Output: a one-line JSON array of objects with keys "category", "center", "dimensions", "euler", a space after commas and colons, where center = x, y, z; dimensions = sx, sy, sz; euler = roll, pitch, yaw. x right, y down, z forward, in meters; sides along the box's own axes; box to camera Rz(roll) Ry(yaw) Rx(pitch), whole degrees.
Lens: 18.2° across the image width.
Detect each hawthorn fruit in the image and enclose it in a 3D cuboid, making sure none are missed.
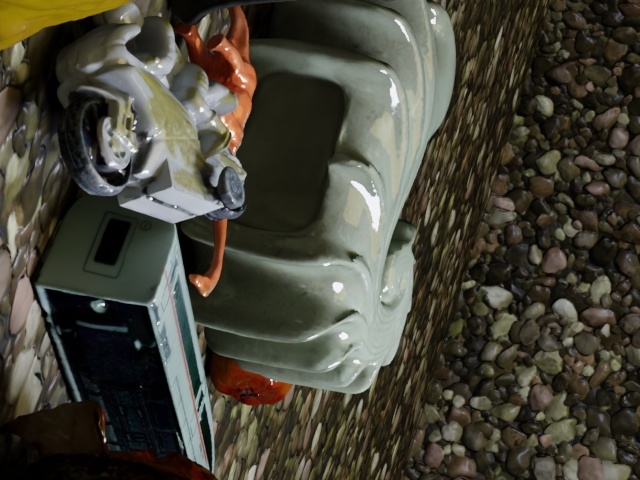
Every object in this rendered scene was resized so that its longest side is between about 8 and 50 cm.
[{"category": "hawthorn fruit", "center": [-0.060, 0.102, 1.846], "dimensions": [0.081, 0.081, 0.093], "euler": [85, 14, -59]}]

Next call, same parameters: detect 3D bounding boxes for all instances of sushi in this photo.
[{"category": "sushi", "center": [-0.157, 0.258, 1.382], "dimensions": [0.343, 0.196, 0.182], "euler": [101, -7, -46]}]

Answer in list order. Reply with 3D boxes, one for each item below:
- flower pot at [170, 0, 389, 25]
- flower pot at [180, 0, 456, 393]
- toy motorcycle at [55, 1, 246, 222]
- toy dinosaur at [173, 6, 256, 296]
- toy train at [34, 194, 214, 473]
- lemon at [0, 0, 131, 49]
[{"category": "flower pot", "center": [0.026, -0.299, 1.330], "dimensions": [0.379, 0.251, 0.379], "euler": [14, 90, -77]}, {"category": "flower pot", "center": [0.009, -0.063, 1.706], "dimensions": [0.254, 0.165, 0.367], "euler": [40, 63, -65]}, {"category": "toy motorcycle", "center": [-0.112, -0.085, 1.301], "dimensions": [0.229, 0.074, 0.151], "euler": [9, 65, -64]}, {"category": "toy dinosaur", "center": [-0.081, -0.091, 1.454], "dimensions": [0.101, 0.055, 0.279], "euler": [47, 44, -40]}, {"category": "toy train", "center": [-0.132, 0.107, 1.501], "dimensions": [0.407, 0.086, 0.088], "euler": [86, 16, -59]}, {"category": "lemon", "center": [-0.118, -0.214, 0.804], "dimensions": [0.233, 0.233, 0.288], "euler": [-38, 143, -71]}]
